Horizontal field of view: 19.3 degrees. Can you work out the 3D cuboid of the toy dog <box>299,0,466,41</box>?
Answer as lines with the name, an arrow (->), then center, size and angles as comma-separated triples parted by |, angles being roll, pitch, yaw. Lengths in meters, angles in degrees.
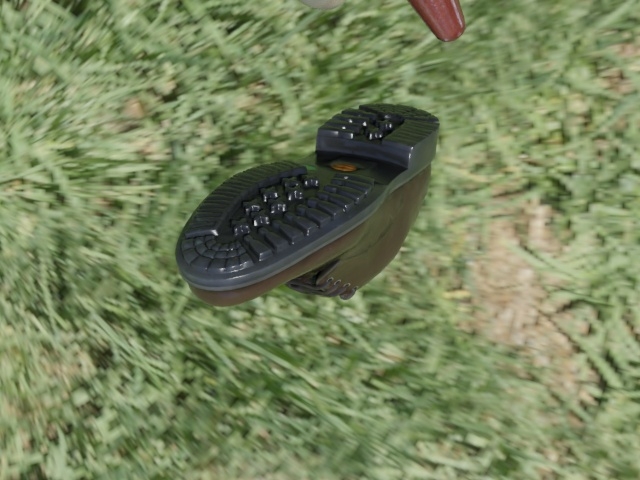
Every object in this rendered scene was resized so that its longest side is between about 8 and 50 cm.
toy dog -> -0.022, -0.199, 0.915 | 0.220, 0.333, 0.161 | -25, 135, -4

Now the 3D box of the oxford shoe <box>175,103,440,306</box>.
oxford shoe -> 0.000, 0.000, 1.056 | 0.083, 0.227, 0.096 | 18, 118, 29
